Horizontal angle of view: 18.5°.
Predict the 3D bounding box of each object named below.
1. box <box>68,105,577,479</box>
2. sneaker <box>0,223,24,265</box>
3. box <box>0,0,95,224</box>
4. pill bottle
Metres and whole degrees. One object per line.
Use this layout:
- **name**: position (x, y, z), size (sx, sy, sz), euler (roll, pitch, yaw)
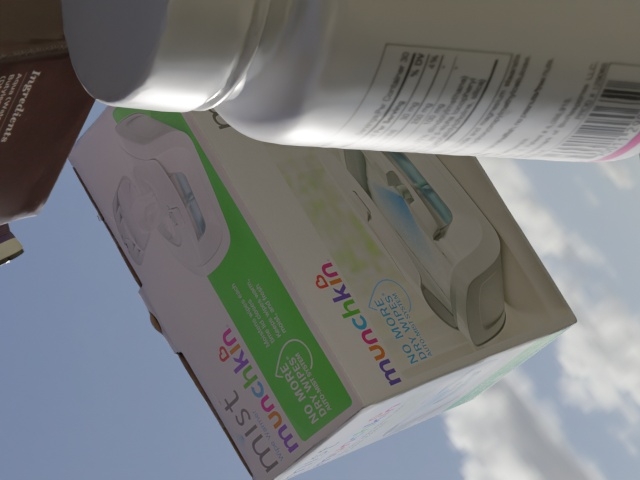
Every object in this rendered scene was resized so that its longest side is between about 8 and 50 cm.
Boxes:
- **box**: position (0.000, 0.000, 1.296), size (0.231, 0.127, 0.262), euler (-15, -110, -47)
- **sneaker**: position (-0.432, 0.012, 1.932), size (0.283, 0.107, 0.124), euler (-29, -85, -47)
- **box**: position (-0.295, -0.084, 0.981), size (0.191, 0.143, 0.381), euler (38, -152, 18)
- **pill bottle**: position (0.033, -0.123, 0.929), size (0.283, 0.160, 0.160), euler (2, -141, -29)
